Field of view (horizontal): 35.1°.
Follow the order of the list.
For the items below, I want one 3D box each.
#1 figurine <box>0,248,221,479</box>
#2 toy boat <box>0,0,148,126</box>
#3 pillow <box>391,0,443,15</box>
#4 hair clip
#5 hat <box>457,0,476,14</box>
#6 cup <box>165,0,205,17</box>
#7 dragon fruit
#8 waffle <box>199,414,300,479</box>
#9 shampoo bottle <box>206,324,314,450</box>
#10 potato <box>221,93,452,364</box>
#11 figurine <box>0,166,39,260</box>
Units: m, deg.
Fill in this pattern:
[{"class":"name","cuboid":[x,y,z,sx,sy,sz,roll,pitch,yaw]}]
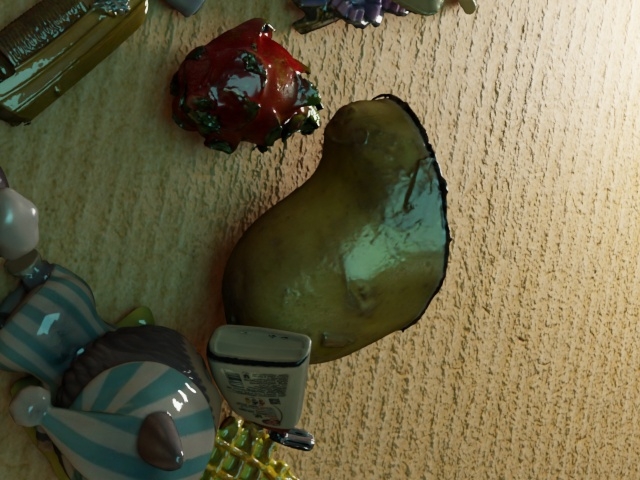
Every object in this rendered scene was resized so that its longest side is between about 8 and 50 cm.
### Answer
[{"class":"figurine","cuboid":[-0.258,0.195,1.319,0.266,0.378,0.361,-51,118,-20]},{"class":"toy boat","cuboid":[-0.366,-0.269,1.387,0.310,0.089,0.115,-47,113,-21]},{"class":"pillow","cuboid":[0.083,-0.515,1.572,0.322,0.120,0.255,18,101,-19]},{"class":"hair clip","cuboid":[0.077,-0.395,1.675,0.292,0.084,0.106,-20,63,-33]},{"class":"hat","cuboid":[0.222,-0.473,1.774,0.166,0.081,0.122,51,27,-40]},{"class":"cup","cuboid":[-0.216,-0.399,1.495,0.116,0.074,0.104,31,52,-25]},{"class":"dragon fruit","cuboid":[-0.100,-0.203,1.519,0.269,0.198,0.200,46,58,-41]},{"class":"waffle","cuboid":[-0.166,0.414,1.577,0.310,0.065,0.283,-15,102,-36]},{"class":"shampoo bottle","cuboid":[-0.071,0.227,1.497,0.284,0.153,0.071,78,21,-53]},{"class":"potato","cuboid":[0.000,0.000,1.516,0.296,0.290,0.397,-11,121,-28]},{"class":"figurine","cuboid":[-0.551,-0.023,1.216,0.365,0.206,0.218,-22,90,-28]}]
